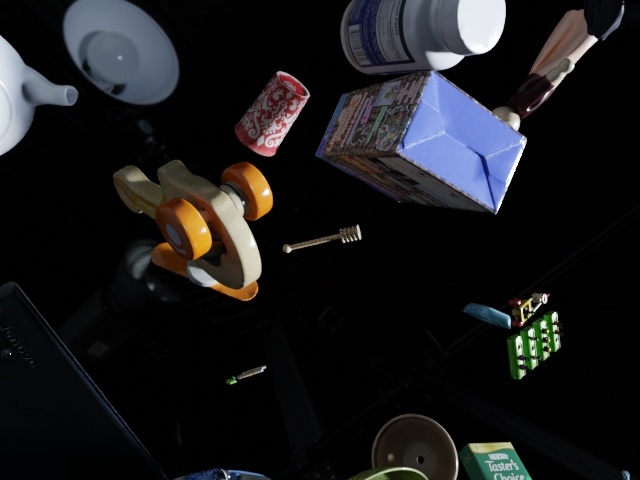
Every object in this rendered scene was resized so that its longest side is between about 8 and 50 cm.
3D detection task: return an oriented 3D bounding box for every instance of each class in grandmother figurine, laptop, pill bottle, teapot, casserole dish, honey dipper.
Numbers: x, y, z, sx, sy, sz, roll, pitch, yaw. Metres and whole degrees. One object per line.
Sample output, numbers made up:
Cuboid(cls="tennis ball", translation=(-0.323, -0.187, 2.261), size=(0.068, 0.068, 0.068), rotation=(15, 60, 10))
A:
Cuboid(cls="grandmother figurine", translation=(0.462, -0.334, 0.995), size=(0.342, 0.104, 0.208), rotation=(-50, 167, 7))
Cuboid(cls="laptop", translation=(-0.491, 0.321, 0.748), size=(0.236, 0.382, 0.408), rotation=(-38, -174, -36))
Cuboid(cls="pill bottle", translation=(0.106, -0.232, 0.505), size=(0.094, 0.094, 0.169), rotation=(-48, -145, -13))
Cuboid(cls="teapot", translation=(-0.562, -0.212, 0.701), size=(0.256, 0.252, 0.187), rotation=(-51, -131, 4))
Cuboid(cls="casserole dish", translation=(0.508, 0.226, 1.426), size=(0.188, 0.114, 0.037), rotation=(115, -1, -85))
Cuboid(cls="honey dipper", translation=(0.000, 0.000, 0.938), size=(0.161, 0.030, 0.030), rotation=(-12, -142, 10))

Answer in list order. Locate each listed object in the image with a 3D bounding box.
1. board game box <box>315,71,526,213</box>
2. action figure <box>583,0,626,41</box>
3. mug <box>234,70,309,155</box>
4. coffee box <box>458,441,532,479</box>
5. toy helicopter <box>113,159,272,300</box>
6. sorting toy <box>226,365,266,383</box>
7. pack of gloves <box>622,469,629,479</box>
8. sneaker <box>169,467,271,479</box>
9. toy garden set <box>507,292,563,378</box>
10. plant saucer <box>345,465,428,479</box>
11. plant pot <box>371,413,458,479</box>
Cuboid(cls="board game box", translation=(0.169, -0.169, 0.859), size=(0.291, 0.232, 0.141), rotation=(20, -95, 64))
Cuboid(cls="action figure", translation=(0.199, -0.163, 0.167), size=(0.276, 0.164, 0.140), rotation=(0, -111, 12))
Cuboid(cls="mug", translation=(-0.116, -0.311, 1.102), size=(0.169, 0.113, 0.150), rotation=(-48, -131, 31))
Cuboid(cls="coffee box", translation=(0.339, 0.457, 0.841), size=(0.184, 0.113, 0.040), rotation=(-110, -144, -51))
Cuboid(cls="toy helicopter", translation=(-0.220, -0.027, 0.751), size=(0.355, 0.235, 0.140), rotation=(26, -130, 35))
Cuboid(cls="sorting toy", translation=(-0.160, 0.290, 1.007), size=(0.083, 0.012, 0.062), rotation=(-18, 171, -3))
Cuboid(cls="pack of gloves", translation=(0.459, 0.454, 0.674), size=(0.046, 0.232, 0.195), rotation=(-14, -108, 22))
Cuboid(cls="sneaker", translation=(-0.144, 0.289, 0.473), size=(0.147, 0.330, 0.129), rotation=(-28, -111, 11))
Cuboid(cls="toy garden set", translation=(0.585, 0.233, 1.253), size=(0.244, 0.203, 0.049), rotation=(-16, -170, -38))
Cuboid(cls="plant saucer", translation=(0.056, 0.412, 0.657), size=(0.241, 0.241, 0.037), rotation=(-46, -145, -9))
Cuboid(cls="plant pot", translation=(0.273, 0.622, 1.328), size=(0.237, 0.110, 0.237), rotation=(-10, -117, 19))
